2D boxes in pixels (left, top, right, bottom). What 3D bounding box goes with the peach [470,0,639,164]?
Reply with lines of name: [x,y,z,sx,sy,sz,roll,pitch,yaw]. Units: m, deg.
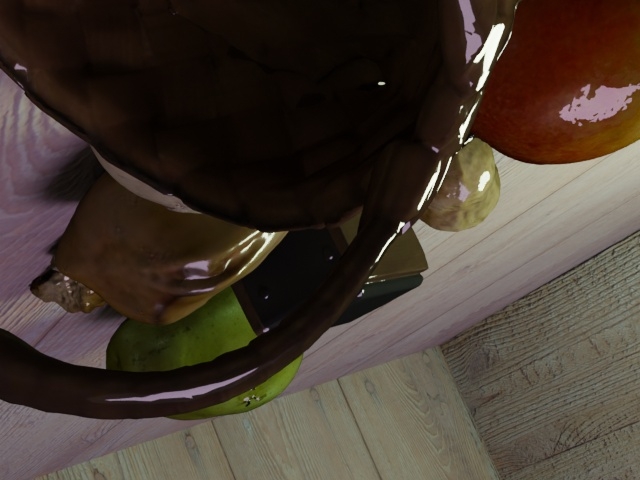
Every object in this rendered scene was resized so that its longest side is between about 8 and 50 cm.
peach: [0.207,-0.172,0.871,0.231,0.231,0.231,-22,166,-6]

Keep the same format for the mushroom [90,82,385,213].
mushroom: [-0.045,-0.100,0.737,0.246,0.202,0.246,-23,156,-11]

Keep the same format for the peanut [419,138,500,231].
peanut: [0.167,-0.077,1.311,0.129,0.129,0.224,-26,164,8]

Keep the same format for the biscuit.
biscuit: [-0.258,0.038,1.180,0.118,0.061,0.183,-17,164,-31]

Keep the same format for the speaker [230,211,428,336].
speaker: [0.000,0.000,1.206,0.153,0.192,0.231,-31,169,22]

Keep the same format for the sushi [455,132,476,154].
sushi: [0.145,-0.153,1.051,0.084,0.098,0.094,-23,162,-14]

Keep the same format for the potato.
potato: [-0.161,0.157,1.490,0.304,0.215,0.216,1,154,-34]

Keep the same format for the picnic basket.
picnic basket: [-0.082,-0.085,0.436,0.337,0.293,0.337,-57,-178,3]

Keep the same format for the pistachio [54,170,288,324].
pistachio: [-0.127,-0.024,0.999,0.213,0.162,0.260,12,-150,32]
